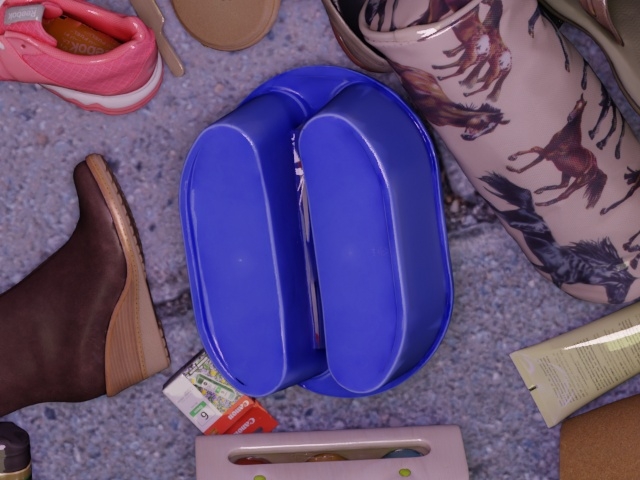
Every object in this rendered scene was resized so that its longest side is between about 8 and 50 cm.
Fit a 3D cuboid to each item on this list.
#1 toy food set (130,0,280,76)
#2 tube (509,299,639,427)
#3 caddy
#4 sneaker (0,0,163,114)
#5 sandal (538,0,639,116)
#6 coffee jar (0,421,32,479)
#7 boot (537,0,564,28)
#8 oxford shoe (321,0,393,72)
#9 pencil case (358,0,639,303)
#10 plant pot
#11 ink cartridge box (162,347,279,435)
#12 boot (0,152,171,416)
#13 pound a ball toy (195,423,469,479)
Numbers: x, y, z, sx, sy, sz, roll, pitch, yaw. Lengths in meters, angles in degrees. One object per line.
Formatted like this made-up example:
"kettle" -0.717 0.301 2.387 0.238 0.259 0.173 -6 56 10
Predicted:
"toy food set" -0.094 -0.253 1.831 0.192 0.038 0.132 -26 94 29
"tube" 0.323 0.102 1.929 0.240 0.062 0.070 -28 60 7
"caddy" 0.000 0.000 1.834 0.241 0.179 0.341 -3 100 21
"sneaker" -0.303 -0.208 1.787 0.314 0.136 0.116 7 74 -7
"sandal" 0.302 -0.236 1.808 0.120 0.086 0.303 -30 71 -21
"coffee jar" -0.333 0.281 1.897 0.079 0.096 0.184 -2 100 -6
"boot" 0.185 -0.228 1.871 0.099 0.045 0.121 42 90 -8
"oxford shoe" 0.015 -0.324 1.801 0.123 0.130 0.348 -30 100 2
"pencil case" 0.210 -0.114 1.777 0.410 0.160 0.183 50 50 -30
"plant pot" 0.375 0.242 1.882 0.254 0.237 0.237 -3 100 12
"ink cartridge box" -0.103 0.173 1.926 0.063 0.029 0.115 -43 99 4
"boot" -0.276 0.051 1.865 0.207 0.090 0.248 -14 103 -3
"pound a ball toy" -0.015 0.291 1.917 0.319 0.135 0.208 -2 125 -3
